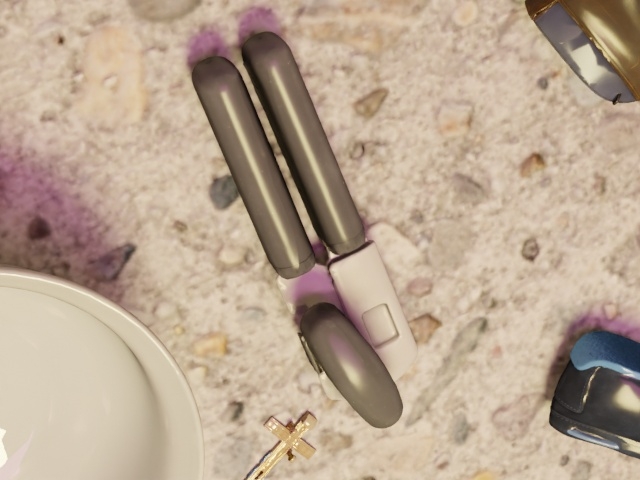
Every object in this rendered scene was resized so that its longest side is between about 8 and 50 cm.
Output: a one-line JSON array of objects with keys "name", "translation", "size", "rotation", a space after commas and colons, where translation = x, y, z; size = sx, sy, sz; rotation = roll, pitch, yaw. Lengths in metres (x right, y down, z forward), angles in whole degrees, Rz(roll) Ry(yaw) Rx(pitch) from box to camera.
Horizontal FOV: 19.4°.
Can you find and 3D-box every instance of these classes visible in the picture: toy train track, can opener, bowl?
[{"name": "toy train track", "translation": [-0.032, 0.161, 1.375], "size": [0.048, 0.014, 0.083], "rotation": [39, 97, -27]}, {"name": "can opener", "translation": [0.000, 0.000, 1.271], "size": [0.076, 0.095, 0.283], "rotation": [-26, 118, -7]}, {"name": "bowl", "translation": [-0.235, 0.130, 1.228], "size": [0.297, 0.134, 0.298], "rotation": [-7, 114, -16]}]

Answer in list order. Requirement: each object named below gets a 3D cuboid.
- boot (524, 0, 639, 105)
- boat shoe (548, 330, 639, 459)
[{"name": "boot", "translation": [0.237, -0.131, 1.321], "size": [0.106, 0.082, 0.219], "rotation": [-30, 125, 20]}, {"name": "boat shoe", "translation": [0.291, 0.151, 1.442], "size": [0.258, 0.109, 0.089], "rotation": [26, 110, -9]}]
